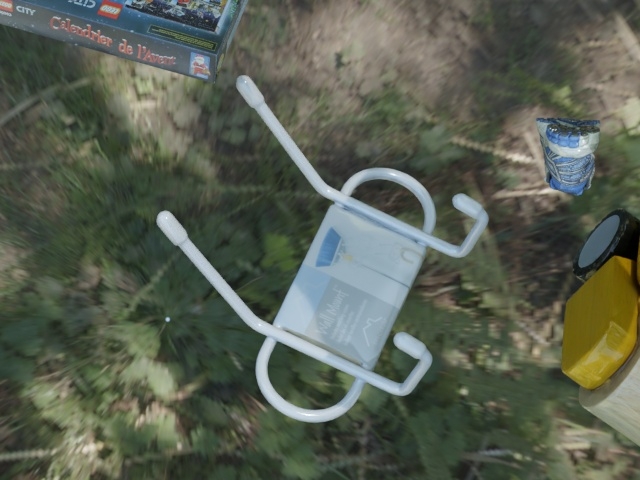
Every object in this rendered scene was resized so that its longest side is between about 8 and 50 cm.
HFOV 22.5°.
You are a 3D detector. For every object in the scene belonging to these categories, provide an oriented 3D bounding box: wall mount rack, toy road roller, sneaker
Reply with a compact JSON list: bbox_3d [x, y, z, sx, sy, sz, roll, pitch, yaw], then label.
[{"bbox_3d":[0.000,0.000,1.664,0.304,0.130,0.350,26,52,1],"label":"wall mount rack"},{"bbox_3d":[0.400,0.056,1.664,0.202,0.329,0.240,34,124,-10],"label":"toy road roller"},{"bbox_3d":[0.193,-0.066,1.267,0.052,0.135,0.058,4,101,10],"label":"sneaker"}]

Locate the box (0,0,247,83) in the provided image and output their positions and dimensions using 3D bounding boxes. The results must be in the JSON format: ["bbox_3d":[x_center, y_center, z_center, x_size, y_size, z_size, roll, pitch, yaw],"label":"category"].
[{"bbox_3d":[-0.194,-0.258,1.628,0.233,0.044,0.159,16,54,3],"label":"box"}]
